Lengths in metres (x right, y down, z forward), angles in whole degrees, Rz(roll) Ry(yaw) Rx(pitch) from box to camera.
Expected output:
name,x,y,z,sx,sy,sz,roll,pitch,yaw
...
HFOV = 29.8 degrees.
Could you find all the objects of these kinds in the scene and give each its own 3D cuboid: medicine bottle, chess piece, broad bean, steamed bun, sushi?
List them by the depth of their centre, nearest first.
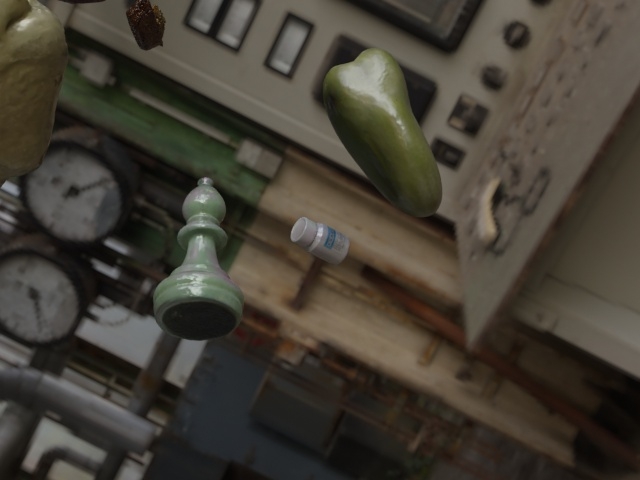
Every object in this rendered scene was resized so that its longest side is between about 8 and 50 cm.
name,x,y,z,sx,sy,sz,roll,pitch,yaw
steamed bun,-0.476,-0.199,1.429,0.230,0.372,0.325,-32,-57,-38
broad bean,0.093,-0.149,1.791,0.121,0.263,0.189,-21,-7,-15
chess piece,-0.186,0.012,1.890,0.139,0.139,0.272,119,157,-50
sushi,-0.269,-0.340,1.891,0.060,0.061,0.118,-31,-11,-11
medicine bottle,0.000,0.000,1.927,0.052,0.089,0.052,-42,33,36

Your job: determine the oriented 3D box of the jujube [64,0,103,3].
name,x,y,z,sx,sy,sz,roll,pitch,yaw
jujube,-0.435,-0.574,2.323,0.318,0.223,0.223,-9,47,49
